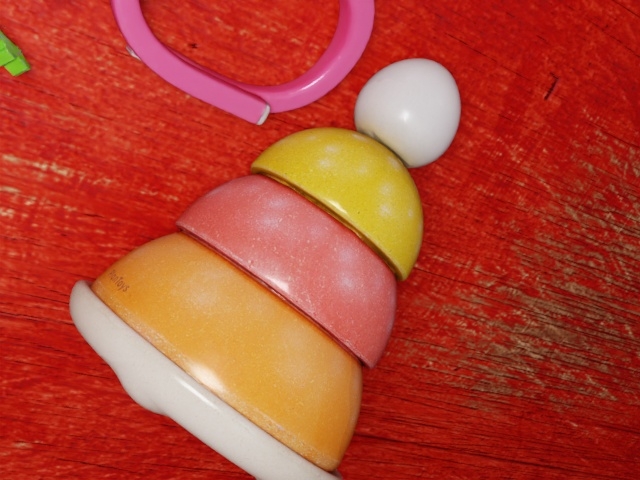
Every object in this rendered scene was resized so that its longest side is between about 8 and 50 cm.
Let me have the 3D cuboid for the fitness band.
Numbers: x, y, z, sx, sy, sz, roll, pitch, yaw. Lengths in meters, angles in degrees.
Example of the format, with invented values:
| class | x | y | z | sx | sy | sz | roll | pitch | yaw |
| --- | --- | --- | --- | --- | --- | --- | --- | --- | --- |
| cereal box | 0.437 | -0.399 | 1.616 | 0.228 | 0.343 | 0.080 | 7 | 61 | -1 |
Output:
| class | x | y | z | sx | sy | sz | roll | pitch | yaw |
| --- | --- | --- | --- | --- | --- | --- | --- | --- | --- |
| fitness band | -0.075 | -0.236 | 0.921 | 0.290 | 0.054 | 0.209 | 23 | 109 | -38 |

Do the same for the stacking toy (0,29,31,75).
| class | x | y | z | sx | sy | sz | roll | pitch | yaw |
| --- | --- | --- | --- | --- | --- | --- | --- | --- | --- |
| stacking toy | -0.259 | -0.263 | 0.781 | 0.166 | 0.052 | 0.221 | -24 | 130 | 12 |

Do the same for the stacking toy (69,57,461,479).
| class | x | y | z | sx | sy | sz | roll | pitch | yaw |
| --- | --- | --- | --- | --- | --- | --- | --- | --- | --- |
| stacking toy | 0.000 | 0.000 | 0.999 | 0.480 | 0.350 | 0.350 | -52 | 131 | -6 |
